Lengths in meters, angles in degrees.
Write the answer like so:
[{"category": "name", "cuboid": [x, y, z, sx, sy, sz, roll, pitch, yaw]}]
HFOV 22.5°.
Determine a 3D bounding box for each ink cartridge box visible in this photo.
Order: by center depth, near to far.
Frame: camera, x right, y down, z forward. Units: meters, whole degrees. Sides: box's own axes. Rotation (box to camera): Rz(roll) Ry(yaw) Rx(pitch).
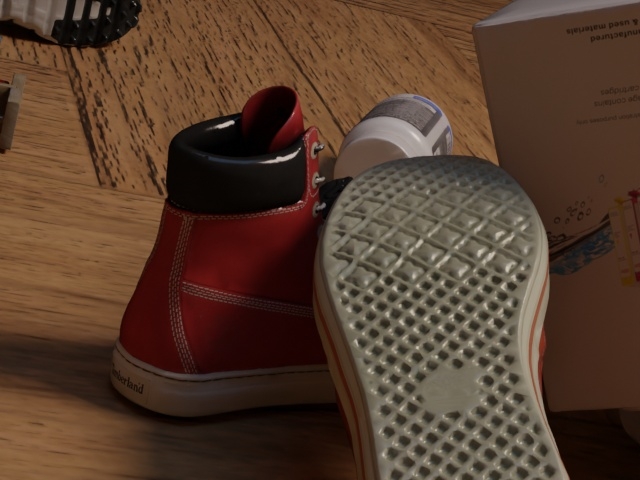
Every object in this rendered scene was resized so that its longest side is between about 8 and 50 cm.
[{"category": "ink cartridge box", "cuboid": [0.211, -0.040, 0.930, 0.168, 0.232, 0.171, -6, 16, 26]}]

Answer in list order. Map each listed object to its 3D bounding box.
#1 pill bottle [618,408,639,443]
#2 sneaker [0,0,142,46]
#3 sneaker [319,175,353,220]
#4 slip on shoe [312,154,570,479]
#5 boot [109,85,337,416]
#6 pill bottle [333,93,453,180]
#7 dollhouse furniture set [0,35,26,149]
[{"category": "pill bottle", "cuboid": [0.229, 0.092, 1.030, 0.067, 0.067, 0.120, 24, 21, 17]}, {"category": "sneaker", "cuboid": [-0.271, -0.226, 1.415, 0.234, 0.078, 0.106, -1, 30, -36]}, {"category": "sneaker", "cuboid": [0.019, -0.016, 1.065, 0.170, 0.051, 0.089, -19, 20, 37]}, {"category": "slip on shoe", "cuboid": [0.061, 0.074, 0.791, 0.123, 0.101, 0.331, -5, 42, -1]}, {"category": "boot", "cuboid": [0.000, 0.000, 0.921, 0.088, 0.176, 0.244, 28, 20, 38]}, {"category": "pill bottle", "cuboid": [0.057, -0.066, 1.277, 0.078, 0.078, 0.137, 21, 20, 8]}, {"category": "dollhouse furniture set", "cuboid": [-0.298, -0.164, 1.161, 0.184, 0.129, 0.129, 12, 21, -12]}]
